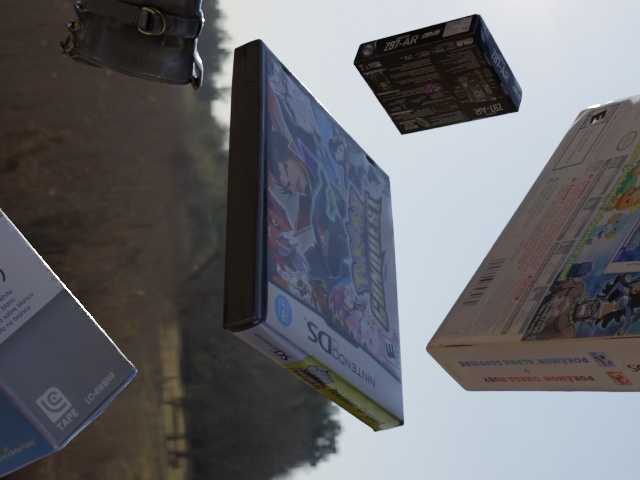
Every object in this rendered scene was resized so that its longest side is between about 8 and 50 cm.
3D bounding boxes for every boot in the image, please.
[{"bbox_3d":[-0.208,-0.269,1.070,0.091,0.263,0.229,-80,-165,-56],"label":"boot"}]

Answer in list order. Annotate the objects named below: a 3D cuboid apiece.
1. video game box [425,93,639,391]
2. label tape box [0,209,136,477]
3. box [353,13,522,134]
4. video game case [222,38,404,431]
[{"bbox_3d":[0.174,-0.008,0.604,0.205,0.048,0.187,-53,-161,-25],"label":"video game box"},{"bbox_3d":[-0.351,0.041,0.927,0.249,0.115,0.348,-29,-79,44],"label":"label tape box"},{"bbox_3d":[0.072,-0.099,0.682,0.067,0.083,0.018,50,45,-37],"label":"box"},{"bbox_3d":[0.000,0.000,0.989,0.248,0.035,0.275,41,40,-48],"label":"video game case"}]
